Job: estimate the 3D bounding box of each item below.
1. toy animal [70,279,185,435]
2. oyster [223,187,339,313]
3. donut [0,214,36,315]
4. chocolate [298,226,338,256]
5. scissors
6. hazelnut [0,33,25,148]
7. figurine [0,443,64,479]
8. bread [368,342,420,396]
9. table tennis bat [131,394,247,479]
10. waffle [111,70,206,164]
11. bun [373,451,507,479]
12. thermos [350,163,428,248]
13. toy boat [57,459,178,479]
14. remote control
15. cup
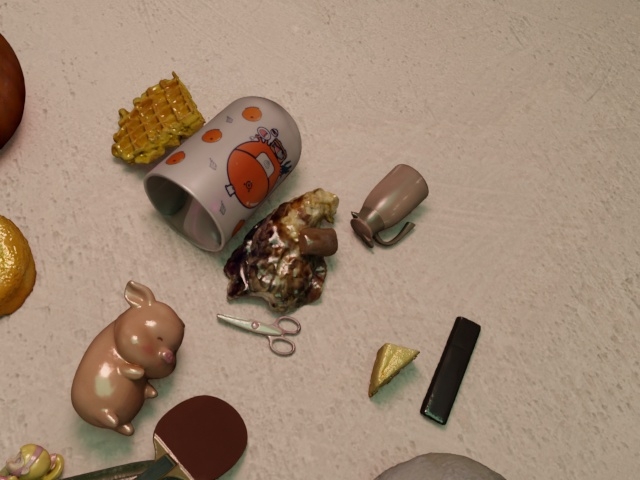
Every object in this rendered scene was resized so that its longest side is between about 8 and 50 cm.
[{"bbox_3d":[-0.350,0.221,1.086,0.154,0.166,0.250,25,64,17],"label":"toy animal"},{"bbox_3d":[-0.072,0.021,1.272,0.276,0.100,0.270,-5,79,-18],"label":"oyster"},{"bbox_3d":[-0.686,0.045,1.142,0.254,0.118,0.253,5,74,-18],"label":"donut"},{"bbox_3d":[0.000,0.000,1.247,0.101,0.031,0.064,5,77,-40],"label":"chocolate"},{"bbox_3d":[-0.130,0.179,1.220,0.176,0.022,0.085,18,64,-5],"label":"scissors"},{"bbox_3d":[-0.824,-0.324,1.188,0.410,0.359,0.359,-16,67,-28],"label":"hazelnut"},{"bbox_3d":[-0.530,0.419,0.998,0.083,0.083,0.187,44,58,12],"label":"figurine"},{"bbox_3d":[0.149,0.267,1.191,0.080,0.084,0.109,17,61,1],"label":"bread"},{"bbox_3d":[-0.243,0.374,1.042,0.154,0.021,0.274,42,39,16],"label":"table tennis bat"},{"bbox_3d":[-0.388,-0.271,1.348,0.219,0.057,0.229,-36,49,3],"label":"waffle"},{"bbox_3d":[0.225,0.521,0.954,0.211,0.362,0.361,6,57,-45],"label":"bun"},{"bbox_3d":[0.160,-0.066,1.366,0.193,0.105,0.137,-44,109,-22],"label":"thermos"},{"bbox_3d":[-0.354,0.435,1.012,0.261,0.078,0.085,-7,45,-17],"label":"toy boat"},{"bbox_3d":[0.278,0.270,1.250,0.063,0.025,0.245,25,61,7],"label":"remote control"},{"bbox_3d":[-0.194,-0.160,1.279,0.212,0.212,0.317,35,61,8],"label":"cup"}]
